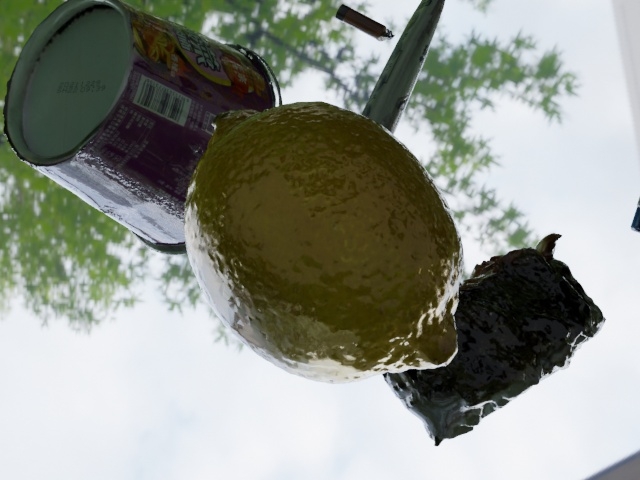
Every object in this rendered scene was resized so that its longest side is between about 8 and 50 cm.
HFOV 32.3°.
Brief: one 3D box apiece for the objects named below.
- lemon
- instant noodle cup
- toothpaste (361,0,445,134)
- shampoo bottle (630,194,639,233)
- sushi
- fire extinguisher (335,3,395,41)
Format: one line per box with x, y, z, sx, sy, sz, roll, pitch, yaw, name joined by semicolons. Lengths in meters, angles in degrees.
0.000;0.000;0.806;0.188;0.188;0.256;-33;-111;-31;lemon
-0.261;-0.173;1.537;0.266;0.340;0.339;25;-140;-48;instant noodle cup
0.072;-0.149;1.090;0.039;0.062;0.239;26;-99;-11;toothpaste
0.492;-0.088;1.516;0.087;0.183;0.050;22;-171;40;shampoo bottle
0.230;0.112;1.413;0.343;0.196;0.182;-26;-95;-46;sushi
0.060;-0.279;1.430;0.083;0.028;0.022;29;-102;9;fire extinguisher
